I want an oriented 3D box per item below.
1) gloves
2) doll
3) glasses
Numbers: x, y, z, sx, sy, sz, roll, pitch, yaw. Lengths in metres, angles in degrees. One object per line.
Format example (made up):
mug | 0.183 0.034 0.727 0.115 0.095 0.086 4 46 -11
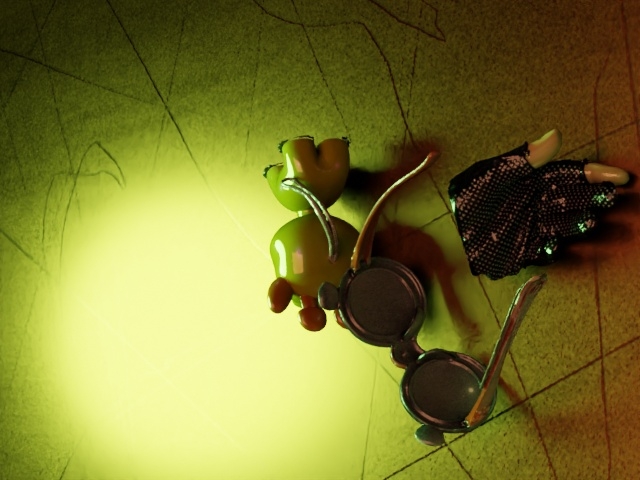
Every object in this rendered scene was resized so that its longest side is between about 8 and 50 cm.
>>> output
gloves | 0.230 -0.038 1.465 0.181 0.106 0.129 -15 79 7
doll | 0.000 0.000 1.624 0.135 0.143 0.220 132 135 -59
glasses | 0.106 0.057 1.441 0.234 0.118 0.268 55 159 25
